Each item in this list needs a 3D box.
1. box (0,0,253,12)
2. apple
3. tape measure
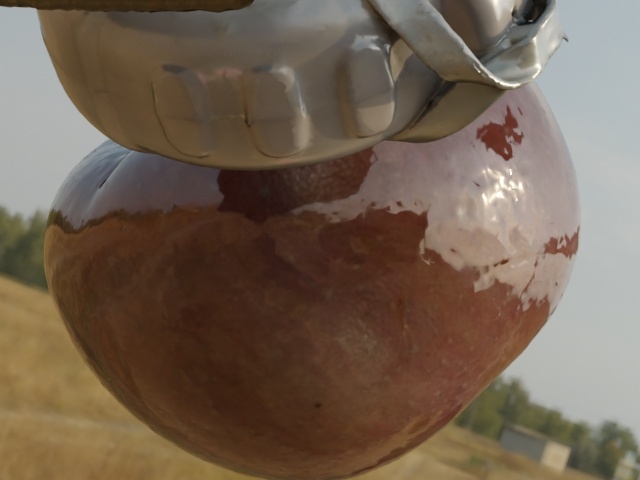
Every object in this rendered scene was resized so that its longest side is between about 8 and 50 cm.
[{"bbox_3d":[-0.122,-0.200,0.396,0.143,0.273,0.184,-8,15,-43],"label":"box"},{"bbox_3d":[0.000,0.000,0.820,0.235,0.306,0.306,55,-15,-14],"label":"apple"},{"bbox_3d":[-0.021,-0.115,0.596,0.236,0.197,0.120,-116,-167,-46],"label":"tape measure"}]
